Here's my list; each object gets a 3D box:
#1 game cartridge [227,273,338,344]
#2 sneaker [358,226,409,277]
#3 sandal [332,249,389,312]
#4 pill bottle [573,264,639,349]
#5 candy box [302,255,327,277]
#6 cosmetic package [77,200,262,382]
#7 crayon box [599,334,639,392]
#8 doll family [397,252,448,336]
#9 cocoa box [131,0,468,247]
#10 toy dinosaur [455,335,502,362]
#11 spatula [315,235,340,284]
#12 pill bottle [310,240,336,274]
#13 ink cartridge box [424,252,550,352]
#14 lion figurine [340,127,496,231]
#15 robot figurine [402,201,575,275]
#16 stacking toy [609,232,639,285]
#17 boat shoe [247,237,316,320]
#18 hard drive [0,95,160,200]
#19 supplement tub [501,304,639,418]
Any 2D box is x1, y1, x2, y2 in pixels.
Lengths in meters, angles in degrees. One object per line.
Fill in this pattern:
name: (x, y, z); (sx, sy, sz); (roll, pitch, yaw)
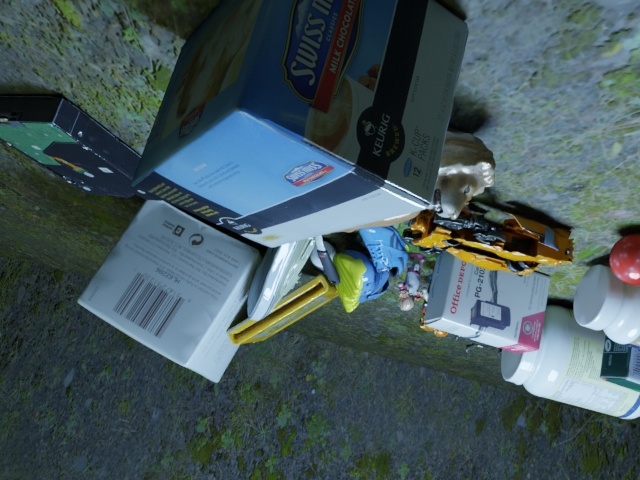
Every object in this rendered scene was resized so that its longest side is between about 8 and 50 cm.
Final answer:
game cartridge: (-0.082, 0.193, 1.738); (0.285, 0.053, 0.323); (-32, 168, 4)
sneaker: (0.140, 0.022, 1.420); (0.069, 0.082, 0.209); (6, 160, 32)
sandal: (0.108, 0.086, 1.582); (0.138, 0.126, 0.317); (-21, 168, -4)
pill bottle: (0.645, 0.140, 1.240); (0.264, 0.153, 0.153); (15, 163, -3)
candy box: (0.000, 0.070, 1.782); (0.105, 0.027, 0.206); (10, 163, 1)
cosmetic package: (-0.359, 0.142, 1.698); (0.329, 0.327, 0.394); (28, 165, 9)
crayon box: (0.764, 0.246, 1.392); (0.318, 0.202, 0.081); (21, 163, -18)
doll family: (0.279, 0.147, 1.554); (0.118, 0.163, 0.263); (5, 161, 29)
cocoa box: (-0.042, -0.151, 0.755); (0.227, 0.232, 0.347); (24, 161, -26)
toy dinosaur: (0.508, 0.287, 1.954); (0.160, 0.121, 0.313); (-8, 150, 27)
spatula: (0.000, 0.000, 1.423); (0.084, 0.030, 0.297); (7, 136, 26)
pill bottle: (0.009, 0.042, 1.617); (0.067, 0.067, 0.120); (12, 163, 8)
ink cartridge box: (0.369, 0.133, 1.419); (0.237, 0.172, 0.100); (18, 163, -9)
lion figurine: (0.121, -0.089, 1.031); (0.240, 0.142, 0.392); (-3, 177, -1)
robot figurine: (0.297, -0.007, 1.171); (0.290, 0.085, 0.211); (16, 163, -13)
stacking toy: (0.655, 0.073, 1.099); (0.330, 0.141, 0.141); (23, 163, -4)
boat shoe: (-0.090, 0.074, 1.506); (0.094, 0.109, 0.302); (13, 121, -22)
hard drive: (-0.509, -0.186, 1.335); (0.236, 0.064, 0.339); (6, 162, 27)
supplement tub: (0.641, 0.293, 1.593); (0.324, 0.236, 0.235); (14, 163, 2)
